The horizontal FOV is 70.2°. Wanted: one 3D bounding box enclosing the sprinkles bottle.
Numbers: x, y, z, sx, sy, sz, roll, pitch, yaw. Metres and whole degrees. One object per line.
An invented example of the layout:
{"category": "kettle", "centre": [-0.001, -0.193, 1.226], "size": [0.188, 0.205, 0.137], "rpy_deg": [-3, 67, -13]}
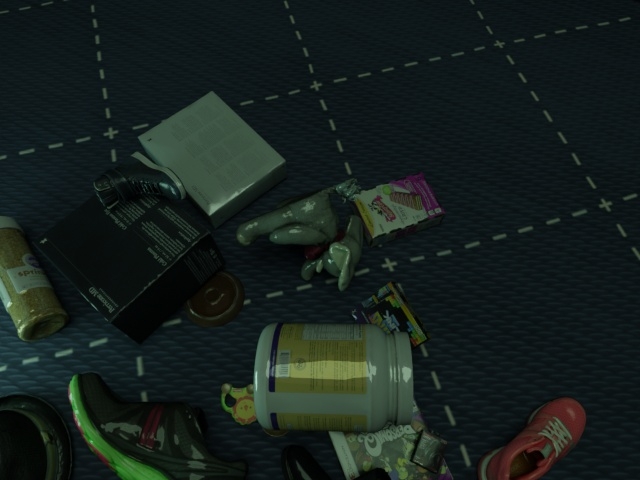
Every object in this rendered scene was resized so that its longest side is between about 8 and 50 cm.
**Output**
{"category": "sprinkles bottle", "centre": [-0.808, 0.097, 1.221], "size": [0.121, 0.121, 0.355], "rpy_deg": [-34, 70, -16]}

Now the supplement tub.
{"category": "supplement tub", "centre": [0.032, 0.308, 1.038], "size": [0.332, 0.241, 0.240], "rpy_deg": [0, 64, 4]}

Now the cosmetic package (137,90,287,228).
{"category": "cosmetic package", "centre": [-0.331, -0.258, 1.410], "size": [0.284, 0.097, 0.377], "rpy_deg": [-38, 70, -19]}

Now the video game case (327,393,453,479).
{"category": "video game case", "centre": [0.159, 0.502, 1.074], "size": [0.232, 0.041, 0.210], "rpy_deg": [-19, 67, -10]}

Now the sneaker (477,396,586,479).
{"category": "sneaker", "centre": [0.509, 0.474, 1.039], "size": [0.314, 0.136, 0.116], "rpy_deg": [-33, 70, -15]}

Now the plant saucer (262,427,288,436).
{"category": "plant saucer", "centre": [-0.105, 0.436, 1.118], "size": [0.084, 0.015, 0.083], "rpy_deg": [0, 63, 0]}

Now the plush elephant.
{"category": "plush elephant", "centre": [0.000, 0.000, 1.225], "size": [0.330, 0.272, 0.255], "rpy_deg": [-17, 102, 26]}

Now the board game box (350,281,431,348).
{"category": "board game box", "centre": [0.178, 0.214, 1.173], "size": [0.141, 0.048, 0.170], "rpy_deg": [-39, 66, 18]}

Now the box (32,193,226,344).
{"category": "box", "centre": [-0.494, 0.033, 1.207], "size": [0.343, 0.178, 0.312], "rpy_deg": [36, 68, 22]}

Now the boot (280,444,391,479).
{"category": "boot", "centre": [0.049, 0.529, 0.984], "size": [0.207, 0.094, 0.246], "rpy_deg": [-34, 72, 18]}

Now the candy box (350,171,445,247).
{"category": "candy box", "centre": [0.224, -0.093, 1.348], "size": [0.234, 0.071, 0.159], "rpy_deg": [-20, 66, -9]}

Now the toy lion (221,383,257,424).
{"category": "toy lion", "centre": [-0.196, 0.405, 1.128], "size": [0.100, 0.034, 0.095], "rpy_deg": [2, 72, 1]}

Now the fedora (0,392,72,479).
{"category": "fedora", "centre": [-0.733, 0.504, 1.005], "size": [0.335, 0.152, 0.333], "rpy_deg": [0, 64, 0]}

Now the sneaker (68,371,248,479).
{"category": "sneaker", "centre": [-0.374, 0.454, 1.045], "size": [0.483, 0.185, 0.202], "rpy_deg": [33, 50, 11]}

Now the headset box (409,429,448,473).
{"category": "headset box", "centre": [0.250, 0.480, 1.045], "size": [0.062, 0.032, 0.083], "rpy_deg": [25, 68, 9]}

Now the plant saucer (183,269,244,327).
{"category": "plant saucer", "centre": [-0.294, 0.153, 1.248], "size": [0.169, 0.029, 0.168], "rpy_deg": [0, 64, 1]}

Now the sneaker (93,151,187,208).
{"category": "sneaker", "centre": [-0.455, -0.126, 1.135], "size": [0.226, 0.086, 0.163], "rpy_deg": [28, 53, 29]}
